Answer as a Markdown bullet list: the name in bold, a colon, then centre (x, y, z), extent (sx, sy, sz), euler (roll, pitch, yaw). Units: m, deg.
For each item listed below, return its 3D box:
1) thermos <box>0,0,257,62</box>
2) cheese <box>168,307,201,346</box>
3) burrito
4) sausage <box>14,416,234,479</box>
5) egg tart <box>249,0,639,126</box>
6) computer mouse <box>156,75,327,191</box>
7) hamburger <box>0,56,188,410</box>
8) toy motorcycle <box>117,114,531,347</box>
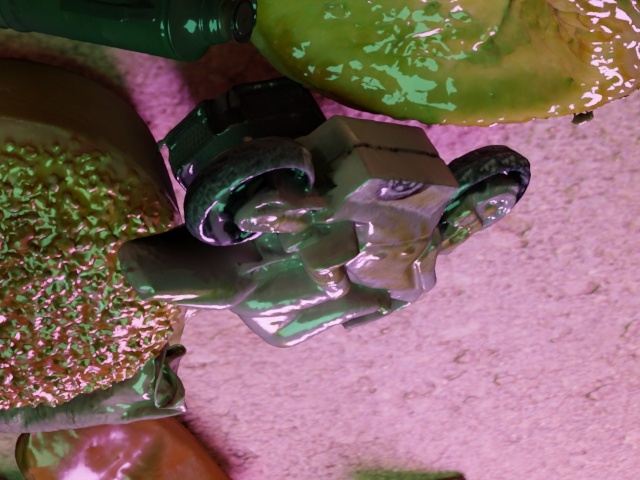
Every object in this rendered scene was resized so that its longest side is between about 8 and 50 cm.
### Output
- **thermos**: centre (-0.131, -0.162, 1.156), extent (0.188, 0.073, 0.083), euler (13, 163, 24)
- **cheese**: centre (-0.122, 0.059, 1.528), extent (0.060, 0.041, 0.084), euler (23, 117, -43)
- **burrito**: centre (-0.218, 0.117, 1.480), extent (0.275, 0.082, 0.059), euler (-7, 168, 32)
- **sausage**: centre (-0.169, 0.227, 1.662), extent (0.134, 0.116, 0.354), euler (-40, 134, -2)
- **egg tart**: centre (0.083, -0.180, 1.171), extent (0.315, 0.120, 0.315), euler (10, 158, 4)
- **computer mouse**: centre (-0.046, -0.067, 1.349), extent (0.126, 0.071, 0.231), euler (-25, 152, 7)
- **hamburger**: centre (-0.237, 0.003, 1.329), extent (0.302, 0.170, 0.302), euler (-5, 142, -4)
- **toy motorcycle**: centre (0.000, 0.000, 1.306), extent (0.341, 0.108, 0.223), euler (2, 141, -49)
